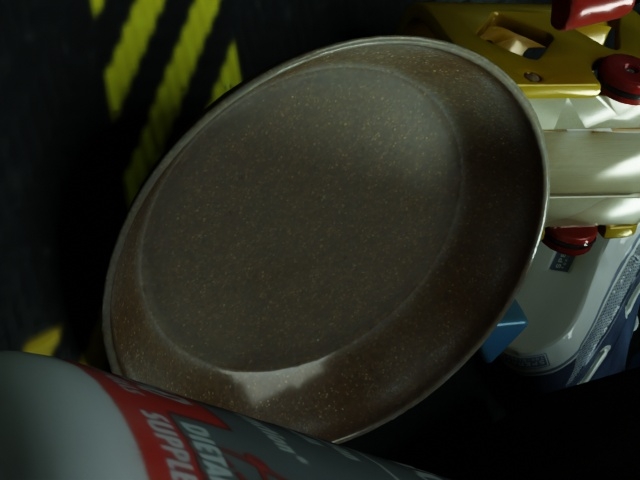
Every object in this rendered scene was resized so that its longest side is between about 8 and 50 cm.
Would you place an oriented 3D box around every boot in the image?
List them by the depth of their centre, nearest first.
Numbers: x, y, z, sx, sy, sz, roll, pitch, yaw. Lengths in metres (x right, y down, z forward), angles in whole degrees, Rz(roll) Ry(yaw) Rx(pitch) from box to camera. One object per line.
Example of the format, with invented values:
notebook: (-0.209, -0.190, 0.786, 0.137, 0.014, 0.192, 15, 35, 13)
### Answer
boot: (0.156, 0.015, 0.936, 0.190, 0.069, 0.086, -55, 140, -26)

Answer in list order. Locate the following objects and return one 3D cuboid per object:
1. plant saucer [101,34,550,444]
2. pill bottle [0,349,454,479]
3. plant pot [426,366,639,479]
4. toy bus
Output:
plant saucer: (0.000, 0.000, 0.670, 0.199, 0.036, 0.198, -16, 129, -20)
pill bottle: (0.014, 0.178, 0.548, 0.363, 0.210, 0.210, 22, 74, -36)
plant pot: (0.153, 0.157, 0.801, 0.188, 0.187, 0.167, 56, 40, -14)
toy bus: (0.064, -0.059, 0.762, 0.202, 0.191, 0.104, 48, 9, -44)
